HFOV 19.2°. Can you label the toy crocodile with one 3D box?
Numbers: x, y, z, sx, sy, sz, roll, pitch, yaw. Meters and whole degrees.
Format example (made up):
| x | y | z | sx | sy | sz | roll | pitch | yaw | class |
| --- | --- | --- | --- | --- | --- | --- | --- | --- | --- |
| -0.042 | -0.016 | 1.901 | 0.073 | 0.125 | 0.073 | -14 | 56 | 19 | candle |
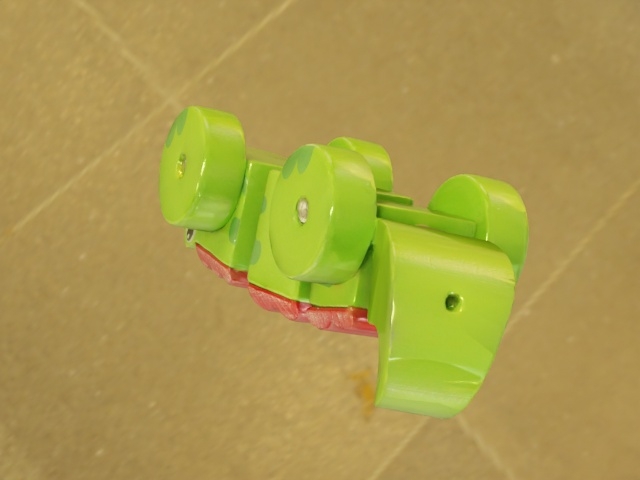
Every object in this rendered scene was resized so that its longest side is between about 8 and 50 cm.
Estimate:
| x | y | z | sx | sy | sz | roll | pitch | yaw | class |
| --- | --- | --- | --- | --- | --- | --- | --- | --- | --- |
| 0.000 | 0.000 | 0.962 | 0.115 | 0.340 | 0.105 | 10 | 97 | -29 | toy crocodile |
